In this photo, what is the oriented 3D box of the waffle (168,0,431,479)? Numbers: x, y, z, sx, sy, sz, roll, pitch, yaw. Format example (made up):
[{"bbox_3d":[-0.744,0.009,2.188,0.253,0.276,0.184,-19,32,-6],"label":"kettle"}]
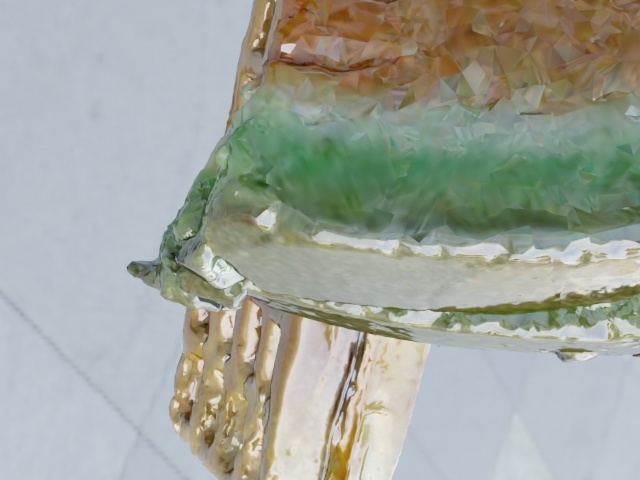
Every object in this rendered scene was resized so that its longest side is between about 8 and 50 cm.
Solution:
[{"bbox_3d":[0.000,0.000,0.998,0.098,0.224,0.327,11,101,-20],"label":"waffle"}]

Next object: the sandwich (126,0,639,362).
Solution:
[{"bbox_3d":[0.090,-0.061,0.540,0.109,0.292,0.212,61,41,-75],"label":"sandwich"}]
